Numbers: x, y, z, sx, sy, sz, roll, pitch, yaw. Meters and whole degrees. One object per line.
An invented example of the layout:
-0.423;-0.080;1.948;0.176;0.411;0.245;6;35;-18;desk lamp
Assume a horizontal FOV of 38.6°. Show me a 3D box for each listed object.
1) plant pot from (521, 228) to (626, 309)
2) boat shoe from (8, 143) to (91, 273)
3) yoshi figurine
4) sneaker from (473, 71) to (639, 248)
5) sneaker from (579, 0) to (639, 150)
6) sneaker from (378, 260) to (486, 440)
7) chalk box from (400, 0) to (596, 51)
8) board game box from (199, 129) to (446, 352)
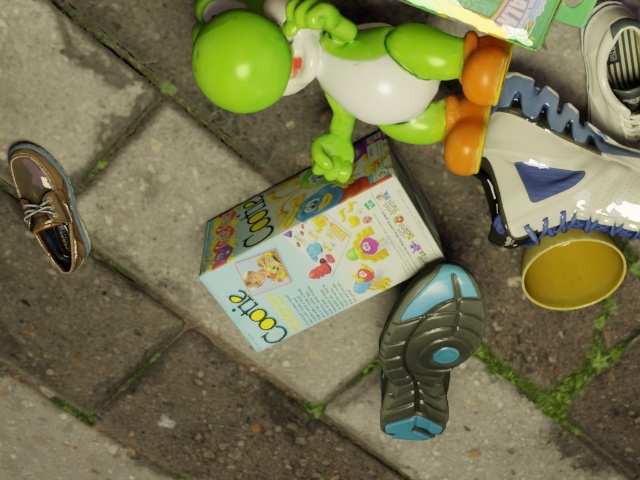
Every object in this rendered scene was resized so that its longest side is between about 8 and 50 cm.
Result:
0.326;0.013;1.214;0.134;0.095;0.134;-1;135;-1;plant pot
-0.353;-0.039;1.193;0.066;0.066;0.183;-19;119;9;boat shoe
0.012;-0.175;0.997;0.362;0.203;0.204;17;89;8;yoshi figurine
0.299;-0.045;1.102;0.315;0.127;0.182;34;86;8;sneaker
0.375;-0.163;1.124;0.094;0.091;0.258;-21;119;10;sneaker
0.129;0.128;1.215;0.125;0.140;0.341;4;138;-5;sneaker
0.189;-0.282;0.939;0.213;0.132;0.132;19;110;-3;chalk box
0.000;0.000;1.180;0.275;0.142;0.144;-27;118;13;board game box
